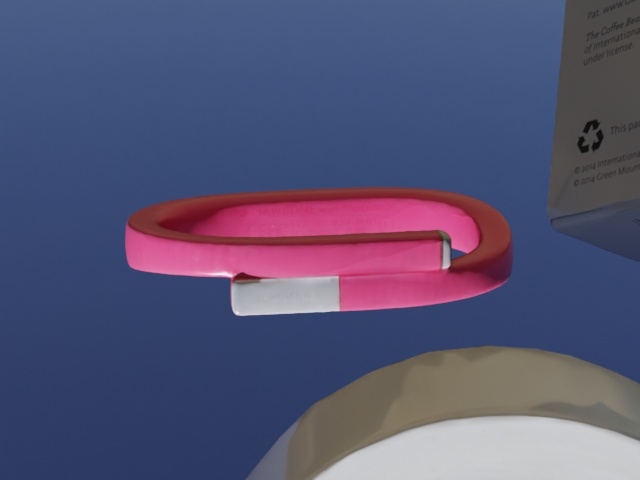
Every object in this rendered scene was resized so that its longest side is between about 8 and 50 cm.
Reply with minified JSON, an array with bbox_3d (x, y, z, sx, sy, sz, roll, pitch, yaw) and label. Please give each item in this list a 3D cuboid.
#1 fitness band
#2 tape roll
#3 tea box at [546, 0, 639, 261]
[{"bbox_3d":[0.000,0.000,1.287,0.291,0.054,0.209,-2,-166,-9],"label":"fitness band"},{"bbox_3d":[0.082,0.198,0.827,0.286,0.286,0.100,2,-165,0],"label":"tape roll"},{"bbox_3d":[0.342,-0.091,0.832,0.324,0.220,0.329,17,162,-31],"label":"tea box"}]
